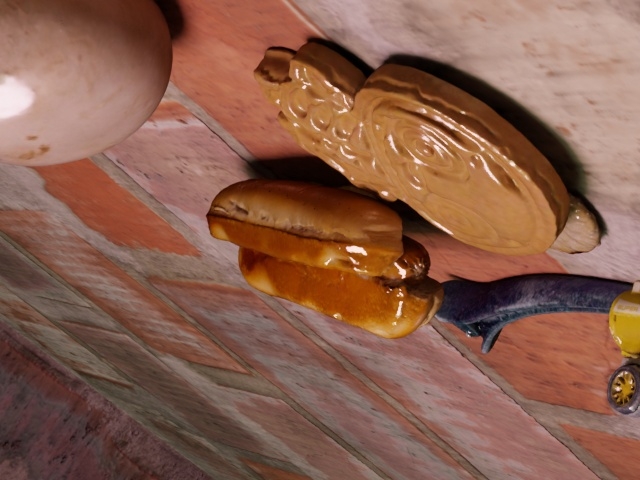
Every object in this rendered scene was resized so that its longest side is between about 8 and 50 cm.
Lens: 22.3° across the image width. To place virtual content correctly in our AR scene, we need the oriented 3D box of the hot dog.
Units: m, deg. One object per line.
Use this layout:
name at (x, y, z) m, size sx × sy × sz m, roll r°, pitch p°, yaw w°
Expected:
hot dog at (0.000, 0.000, 1.468) m, size 0.135 × 0.100 × 0.337 m, roll 52°, pitch 163°, yaw -23°

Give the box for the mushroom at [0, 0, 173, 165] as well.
mushroom at (-0.227, -0.166, 1.332) m, size 0.204 × 0.204 × 0.204 m, roll 29°, pitch 163°, yaw 10°

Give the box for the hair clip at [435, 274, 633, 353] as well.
hair clip at (0.188, 0.058, 1.409) m, size 0.083 × 0.048 × 0.275 m, roll 41°, pitch 160°, yaw -14°

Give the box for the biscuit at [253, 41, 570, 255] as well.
biscuit at (0.063, -0.071, 1.249) m, size 0.288 × 0.044 × 0.202 m, roll 24°, pitch 159°, yaw 31°

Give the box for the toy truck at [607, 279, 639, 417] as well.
toy truck at (0.300, 0.084, 1.168) m, size 0.098 × 0.114 × 0.227 m, roll 16°, pitch 173°, yaw -29°

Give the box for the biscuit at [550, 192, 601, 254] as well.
biscuit at (0.165, -0.026, 1.264) m, size 0.120 × 0.015 × 0.120 m, roll 30°, pitch 163°, yaw 10°
